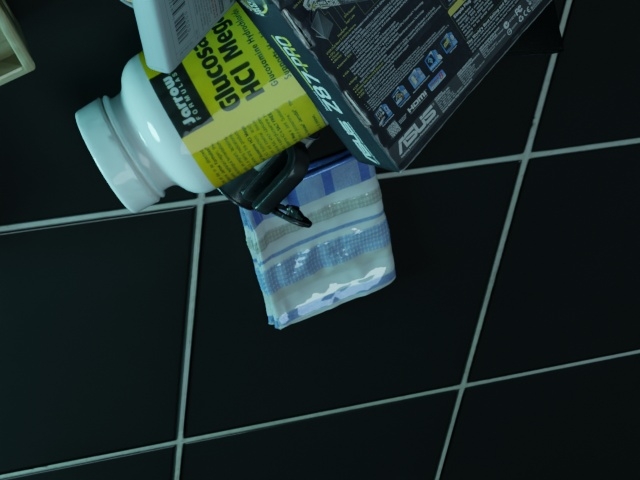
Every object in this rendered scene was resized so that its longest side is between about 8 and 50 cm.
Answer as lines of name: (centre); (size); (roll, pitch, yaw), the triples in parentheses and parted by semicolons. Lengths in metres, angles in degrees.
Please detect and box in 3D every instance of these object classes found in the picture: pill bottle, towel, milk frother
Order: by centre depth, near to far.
pill bottle: (-0.113, -0.175, 1.693); (0.334, 0.188, 0.188); (-30, 137, 2)
milk frother: (-0.045, -0.095, 1.861); (0.135, 0.129, 0.143); (-47, 150, 22)
towel: (0.000, 0.000, 2.033); (0.209, 0.034, 0.285); (-21, 137, -8)

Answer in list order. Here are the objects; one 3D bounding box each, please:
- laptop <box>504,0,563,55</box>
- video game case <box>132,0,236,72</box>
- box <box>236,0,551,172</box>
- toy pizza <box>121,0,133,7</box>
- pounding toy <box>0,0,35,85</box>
laptop: (0.198, -0.365, 1.703); (0.234, 0.264, 0.136); (-5, 169, -22)
video game case: (-0.116, -0.388, 1.466); (0.300, 0.036, 0.329); (-54, 150, -35)
box: (0.108, -0.323, 1.568); (0.395, 0.097, 0.318); (-49, 125, -14)
toy pizza: (-0.159, -0.340, 1.625); (0.201, 0.032, 0.201); (-14, 136, -14)
pounding toy: (-0.375, -0.265, 1.539); (0.206, 0.094, 0.181); (-26, 141, -2)
